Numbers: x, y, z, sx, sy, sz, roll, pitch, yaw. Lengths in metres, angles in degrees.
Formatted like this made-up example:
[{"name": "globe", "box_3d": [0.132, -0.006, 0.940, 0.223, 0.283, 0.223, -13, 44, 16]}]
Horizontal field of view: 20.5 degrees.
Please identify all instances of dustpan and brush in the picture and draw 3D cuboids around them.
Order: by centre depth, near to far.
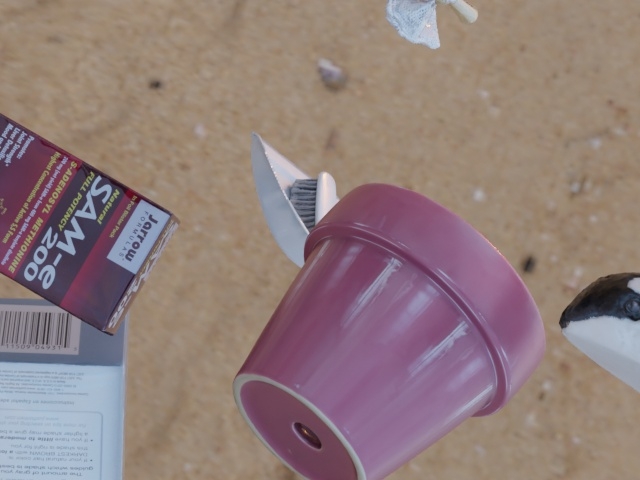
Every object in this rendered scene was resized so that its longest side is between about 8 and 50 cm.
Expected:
[{"name": "dustpan and brush", "box_3d": [0.000, 0.000, 1.641, 0.147, 0.060, 0.211, 36, 40, -39]}]

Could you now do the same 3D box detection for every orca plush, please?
[{"name": "orca plush", "box_3d": [0.299, 0.081, 1.106, 0.102, 0.287, 0.151, -60, 158, -12]}]

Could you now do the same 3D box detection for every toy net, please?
[{"name": "toy net", "box_3d": [0.114, -0.236, 1.471, 0.232, 0.045, 0.122, -40, 111, -54]}]

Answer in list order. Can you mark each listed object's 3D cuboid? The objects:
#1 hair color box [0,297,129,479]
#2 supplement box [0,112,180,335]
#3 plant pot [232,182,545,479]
[{"name": "hair color box", "box_3d": [-0.301, 0.238, 1.884, 0.185, 0.113, 0.374, 2, 126, -5]}, {"name": "supplement box", "box_3d": [-0.266, -0.026, 1.644, 0.130, 0.239, 0.073, -60, 176, -4]}, {"name": "plant pot", "box_3d": [0.039, 0.087, 1.342, 0.180, 0.201, 0.201, -45, 130, -27]}]
